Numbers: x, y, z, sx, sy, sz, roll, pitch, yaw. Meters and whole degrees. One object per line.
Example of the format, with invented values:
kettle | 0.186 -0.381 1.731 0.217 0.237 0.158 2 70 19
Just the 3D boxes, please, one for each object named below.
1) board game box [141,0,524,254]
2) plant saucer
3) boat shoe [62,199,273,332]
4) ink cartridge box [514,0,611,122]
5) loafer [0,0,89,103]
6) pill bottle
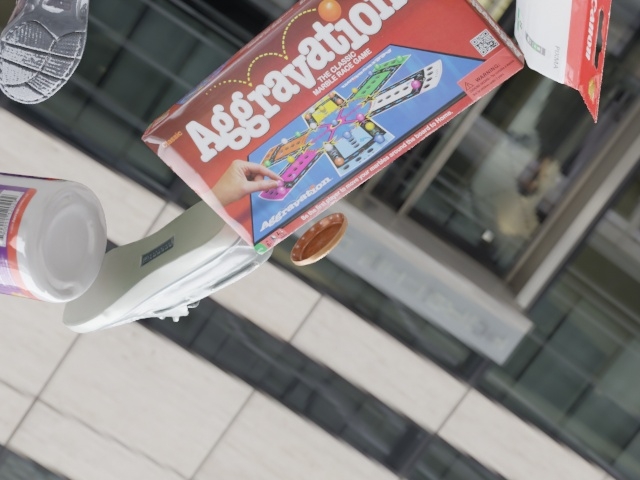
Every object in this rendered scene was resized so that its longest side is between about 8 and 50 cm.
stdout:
board game box | 0.005 -0.112 1.018 0.145 0.281 0.027 45 -151 -17
plant saucer | 0.000 0.000 1.545 0.013 0.083 0.083 49 -172 -20
boat shoe | -0.140 0.039 1.182 0.081 0.227 0.079 40 -144 -34
ink cartridge box | 0.264 -0.259 1.424 0.056 0.181 0.225 -3 -145 -1
loafer | -0.353 -0.317 1.715 0.109 0.302 0.095 17 -139 -14
pill bottle | -0.297 -0.009 1.148 0.193 0.108 0.108 8 179 28
